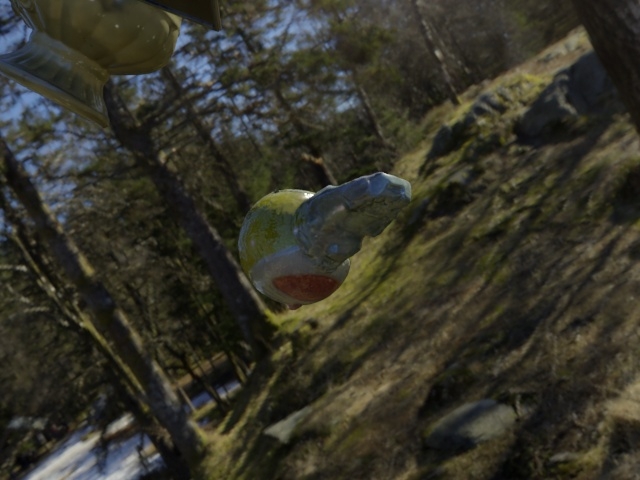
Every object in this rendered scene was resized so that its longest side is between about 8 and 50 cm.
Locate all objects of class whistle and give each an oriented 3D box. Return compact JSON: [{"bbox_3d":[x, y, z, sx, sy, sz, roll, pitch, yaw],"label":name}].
[{"bbox_3d":[0.000,0.000,0.685,0.123,0.123,0.223,-35,5,-42],"label":"whistle"}]

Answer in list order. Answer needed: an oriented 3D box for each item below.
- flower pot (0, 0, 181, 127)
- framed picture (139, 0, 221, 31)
[{"bbox_3d":[-0.417,-0.350,1.228,0.244,0.307,0.307,-64,5,-2],"label":"flower pot"},{"bbox_3d":[-0.195,-0.340,0.925,0.011,0.149,0.109,-51,-24,-31],"label":"framed picture"}]
